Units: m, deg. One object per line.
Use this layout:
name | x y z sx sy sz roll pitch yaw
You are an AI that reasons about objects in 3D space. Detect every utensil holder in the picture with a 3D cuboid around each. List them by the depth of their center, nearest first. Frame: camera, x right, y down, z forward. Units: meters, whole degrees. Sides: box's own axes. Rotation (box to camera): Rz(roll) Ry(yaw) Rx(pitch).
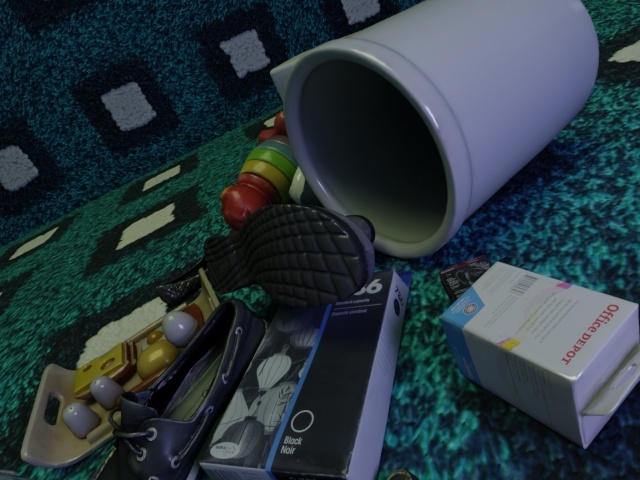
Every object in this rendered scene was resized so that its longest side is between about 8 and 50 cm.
utensil holder | 0.190 -0.212 0.656 0.385 0.327 0.328 -38 29 -23

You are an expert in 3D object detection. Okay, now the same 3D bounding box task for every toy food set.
toy food set | -0.296 0.172 0.652 0.306 0.092 0.220 -33 28 -13

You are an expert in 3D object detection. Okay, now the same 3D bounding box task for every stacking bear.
stacking bear | -0.135 -0.143 1.002 0.175 0.164 0.289 -23 30 56

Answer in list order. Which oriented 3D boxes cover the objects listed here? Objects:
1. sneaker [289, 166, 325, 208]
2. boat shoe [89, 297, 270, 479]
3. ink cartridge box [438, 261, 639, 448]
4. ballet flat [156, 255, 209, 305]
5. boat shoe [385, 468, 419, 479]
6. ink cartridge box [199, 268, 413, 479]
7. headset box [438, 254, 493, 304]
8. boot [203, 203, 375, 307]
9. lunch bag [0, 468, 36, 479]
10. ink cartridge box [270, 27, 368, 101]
sneaker | 0.064 -0.186 0.927 0.236 0.130 0.322 7 47 41
boat shoe | -0.177 0.201 0.475 0.127 0.113 0.340 6 42 45
ink cartridge box | 0.198 0.096 0.361 0.092 0.089 0.143 -36 30 -18
ballet flat | -0.259 0.065 0.855 0.058 0.049 0.173 6 41 45
boat shoe | 0.049 0.232 0.306 0.049 0.042 0.133 -9 30 34
ink cartridge box | 0.008 0.129 0.499 0.166 0.065 0.332 -12 29 27
headset box | 0.187 0.056 0.504 0.062 0.032 0.083 -22 26 7
boot | 0.000 0.000 0.569 0.223 0.118 0.338 -13 8 -37
lunch bag | -0.324 0.297 0.313 0.090 0.176 0.218 -2 61 37
ink cartridge box | 0.089 -0.393 1.113 0.385 0.279 0.160 6 40 45
